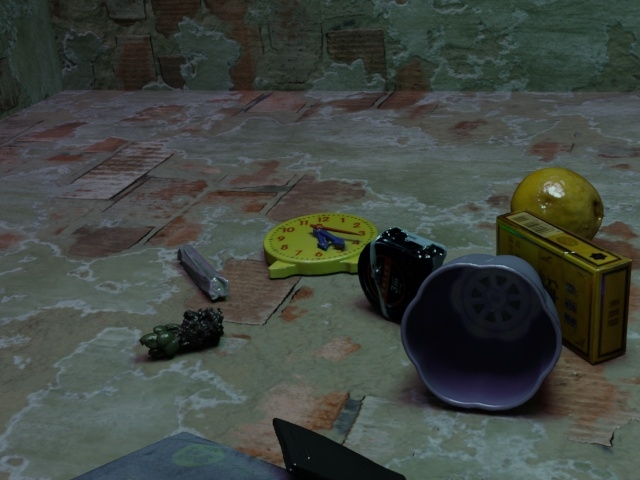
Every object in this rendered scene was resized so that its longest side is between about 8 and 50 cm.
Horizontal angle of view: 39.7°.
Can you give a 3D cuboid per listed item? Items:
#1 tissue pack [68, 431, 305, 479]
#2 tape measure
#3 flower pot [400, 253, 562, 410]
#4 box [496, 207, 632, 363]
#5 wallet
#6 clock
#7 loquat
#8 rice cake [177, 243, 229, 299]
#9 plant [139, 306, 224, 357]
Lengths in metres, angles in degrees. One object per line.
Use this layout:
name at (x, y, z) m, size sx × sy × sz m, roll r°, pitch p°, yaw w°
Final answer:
tissue pack at (-0.243, 0.394, 1.146) m, size 0.288 × 0.124 × 0.394 m, roll 8°, pitch 19°, yaw 44°
tape measure at (0.163, 0.067, 1.799) m, size 0.107 × 0.182 × 0.181 m, roll -20°, pitch 39°, yaw -36°
flower pot at (0.301, 0.137, 1.563) m, size 0.265 × 0.265 × 0.243 m, roll 4°, pitch 13°, yaw 20°
box at (0.454, 0.079, 1.691) m, size 0.084 × 0.193 × 0.301 m, roll -16°, pitch 26°, yaw -20°
wallet at (0.044, 0.326, 1.250) m, size 0.244 × 0.025 × 0.124 m, roll 29°, pitch 11°, yaw -24°
clock at (0.000, -0.005, 2.127) m, size 0.277 × 0.071 × 0.293 m, roll -6°, pitch 24°, yaw -1°
loquat at (0.520, -0.057, 1.972) m, size 0.208 × 0.208 × 0.208 m, roll -5°, pitch 24°, yaw 2°
rice cake at (-0.274, 0.069, 2.044) m, size 0.049 × 0.055 × 0.270 m, roll -11°, pitch 22°, yaw -24°
plant at (-0.272, 0.186, 1.762) m, size 0.174 × 0.085 × 0.087 m, roll -18°, pitch 2°, yaw -15°
